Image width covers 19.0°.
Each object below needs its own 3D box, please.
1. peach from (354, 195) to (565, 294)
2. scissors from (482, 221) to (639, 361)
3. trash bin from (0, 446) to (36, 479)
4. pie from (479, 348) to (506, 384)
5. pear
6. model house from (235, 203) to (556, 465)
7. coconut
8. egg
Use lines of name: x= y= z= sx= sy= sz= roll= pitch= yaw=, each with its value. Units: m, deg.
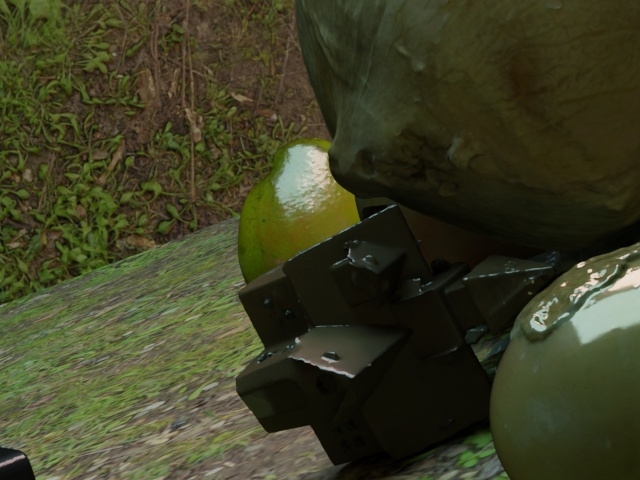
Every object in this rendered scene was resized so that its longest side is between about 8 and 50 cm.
peach: x=0.167 y=-0.061 z=1.852 sx=0.292 sy=0.292 sz=0.247 roll=-26 pitch=42 yaw=-30
scissors: x=0.292 y=-0.007 z=1.628 sx=0.383 sy=0.029 sz=0.256 roll=-30 pitch=42 yaw=21
trash bin: x=-0.359 y=0.258 z=1.624 sx=0.225 sy=0.115 sz=0.165 roll=-24 pitch=7 yaw=-28
pie: x=0.165 y=0.100 z=1.603 sx=0.085 sy=0.017 sz=0.085 roll=-21 pitch=5 yaw=2
pear: x=0.000 y=0.000 z=2.068 sx=0.187 sy=0.219 sz=0.187 roll=-25 pitch=4 yaw=2
model house: x=0.071 y=0.065 z=1.444 sx=0.248 sy=0.181 sz=0.176 roll=-25 pitch=6 yaw=41
coconut: x=0.152 y=-0.164 z=1.535 sx=0.405 sy=0.404 sz=0.404 roll=-22 pitch=7 yaw=3
egg: x=0.191 y=0.080 z=1.069 sx=0.201 sy=0.164 sz=0.164 roll=-20 pitch=6 yaw=-8
